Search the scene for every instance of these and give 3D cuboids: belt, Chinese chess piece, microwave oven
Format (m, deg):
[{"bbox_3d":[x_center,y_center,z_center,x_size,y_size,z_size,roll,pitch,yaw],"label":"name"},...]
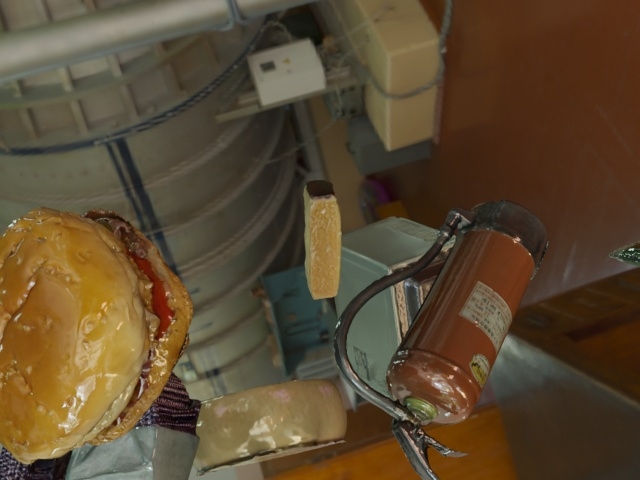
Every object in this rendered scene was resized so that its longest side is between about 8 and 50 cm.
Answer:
[{"bbox_3d":[-0.296,0.296,1.028,0.122,0.260,0.325,39,-117,-57],"label":"belt"},{"bbox_3d":[-0.090,0.306,1.310,0.270,0.269,0.112,100,159,-74],"label":"Chinese chess piece"},{"bbox_3d":[0.153,0.131,1.411,0.237,0.181,0.295,23,126,57],"label":"microwave oven"}]

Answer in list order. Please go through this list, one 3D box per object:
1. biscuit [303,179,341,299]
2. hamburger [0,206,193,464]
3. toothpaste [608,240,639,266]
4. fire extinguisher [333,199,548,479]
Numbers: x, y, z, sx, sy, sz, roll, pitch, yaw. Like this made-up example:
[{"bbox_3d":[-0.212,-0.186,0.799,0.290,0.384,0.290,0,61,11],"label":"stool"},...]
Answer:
[{"bbox_3d":[0.000,0.000,1.175,0.056,0.052,0.188,-117,22,-51],"label":"biscuit"},{"bbox_3d":[-0.248,0.086,0.780,0.163,0.244,0.245,2,-114,-59],"label":"hamburger"},{"bbox_3d":[0.520,0.042,0.966,0.392,0.098,0.061,-156,52,-66],"label":"toothpaste"},{"bbox_3d":[0.143,0.101,0.994,0.376,0.200,0.113,-58,-14,-32],"label":"fire extinguisher"}]
